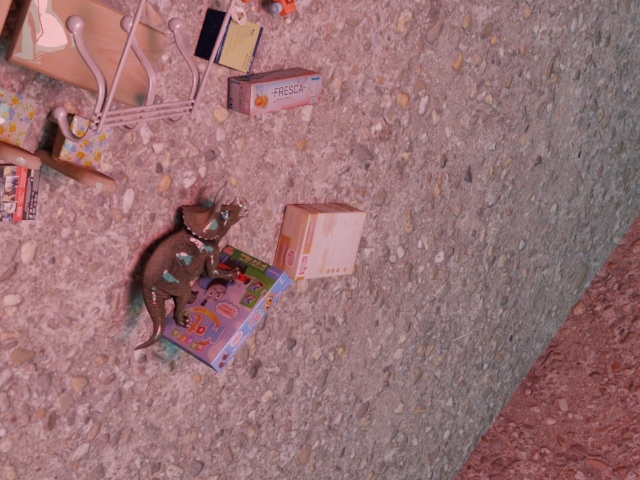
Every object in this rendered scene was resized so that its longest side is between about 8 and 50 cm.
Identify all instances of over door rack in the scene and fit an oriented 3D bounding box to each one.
[{"bbox_3d":[-0.186,-0.278,1.064,0.324,0.108,0.239,-53,171,25],"label":"over door rack"}]

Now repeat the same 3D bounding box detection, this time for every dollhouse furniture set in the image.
[{"bbox_3d":[-0.340,-0.267,1.085,0.394,0.256,0.362,15,97,-52],"label":"dollhouse furniture set"}]

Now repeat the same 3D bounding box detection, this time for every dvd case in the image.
[{"bbox_3d":[-0.464,-0.069,1.243,0.119,0.013,0.087,-8,114,-49],"label":"dvd case"}]

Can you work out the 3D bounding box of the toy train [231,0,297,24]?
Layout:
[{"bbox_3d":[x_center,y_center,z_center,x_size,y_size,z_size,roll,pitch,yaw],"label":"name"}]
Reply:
[{"bbox_3d":[-0.091,-0.417,1.427,0.166,0.046,0.125,-32,107,-51],"label":"toy train"}]

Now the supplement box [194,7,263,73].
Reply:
[{"bbox_3d":[-0.152,-0.333,1.438,0.083,0.056,0.083,8,102,-51],"label":"supplement box"}]

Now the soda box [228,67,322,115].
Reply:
[{"bbox_3d":[-0.080,-0.271,1.552,0.183,0.063,0.058,-19,122,-44],"label":"soda box"}]

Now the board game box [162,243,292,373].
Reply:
[{"bbox_3d":[-0.176,0.119,1.564,0.211,0.160,0.039,-53,140,-17],"label":"board game box"}]

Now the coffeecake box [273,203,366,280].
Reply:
[{"bbox_3d":[0.000,0.000,1.786,0.185,0.068,0.142,-4,112,-49],"label":"coffeecake box"}]

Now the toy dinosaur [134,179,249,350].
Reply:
[{"bbox_3d":[-0.247,0.048,1.507,0.313,0.121,0.160,-47,127,-17],"label":"toy dinosaur"}]
